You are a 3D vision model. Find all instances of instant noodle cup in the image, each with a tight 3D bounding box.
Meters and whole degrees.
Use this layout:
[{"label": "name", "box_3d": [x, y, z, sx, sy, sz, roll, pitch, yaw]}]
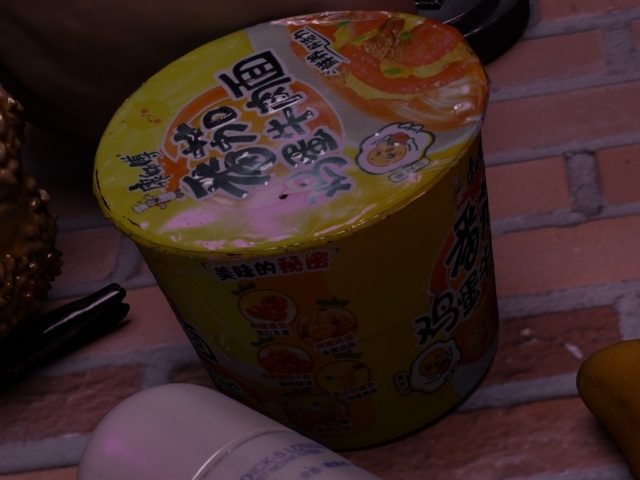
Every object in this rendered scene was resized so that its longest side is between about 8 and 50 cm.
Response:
[{"label": "instant noodle cup", "box_3d": [0.000, 0.000, 1.201, 0.264, 0.200, 0.264, -10, 37, 8]}]

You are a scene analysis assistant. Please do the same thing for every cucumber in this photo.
[{"label": "cucumber", "box_3d": [-0.200, 0.071, 1.319, 0.134, 0.033, 0.034, -32, 45, -16]}]

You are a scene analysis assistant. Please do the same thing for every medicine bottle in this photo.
[{"label": "medicine bottle", "box_3d": [-0.007, 0.185, 1.030, 0.341, 0.130, 0.130, 25, 53, 39]}]

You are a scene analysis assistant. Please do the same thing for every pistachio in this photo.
[{"label": "pistachio", "box_3d": [-0.129, -0.215, 1.401, 0.445, 0.365, 0.281, 0, 67, 38]}]

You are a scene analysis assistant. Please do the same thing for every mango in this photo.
[{"label": "mango", "box_3d": [0.223, 0.114, 1.081, 0.102, 0.085, 0.184, -29, 29, -10]}]

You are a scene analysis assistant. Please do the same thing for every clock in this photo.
[{"label": "clock", "box_3d": [0.089, -0.198, 1.550, 0.184, 0.040, 0.184, -10, 39, 8]}]

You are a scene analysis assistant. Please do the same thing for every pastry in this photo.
[{"label": "pastry", "box_3d": [-0.286, -0.050, 1.328, 0.161, 0.255, 0.311, -14, 26, -18]}]
